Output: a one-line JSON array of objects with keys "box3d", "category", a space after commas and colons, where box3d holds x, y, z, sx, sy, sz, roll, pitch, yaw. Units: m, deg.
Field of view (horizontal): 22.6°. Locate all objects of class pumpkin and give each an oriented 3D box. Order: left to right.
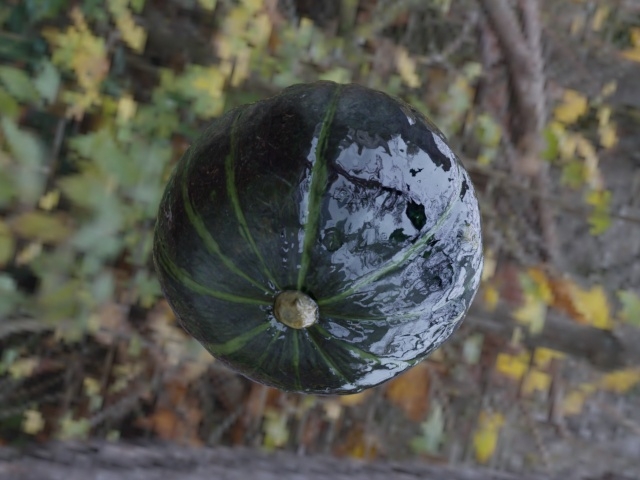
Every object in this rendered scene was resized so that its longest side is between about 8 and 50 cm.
[{"box3d": [0.000, 0.000, 1.538, 0.323, 0.323, 0.241, 102, 2, -45], "category": "pumpkin"}]
